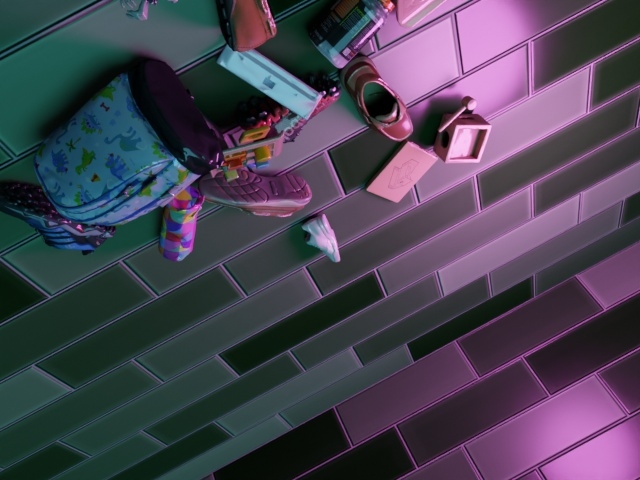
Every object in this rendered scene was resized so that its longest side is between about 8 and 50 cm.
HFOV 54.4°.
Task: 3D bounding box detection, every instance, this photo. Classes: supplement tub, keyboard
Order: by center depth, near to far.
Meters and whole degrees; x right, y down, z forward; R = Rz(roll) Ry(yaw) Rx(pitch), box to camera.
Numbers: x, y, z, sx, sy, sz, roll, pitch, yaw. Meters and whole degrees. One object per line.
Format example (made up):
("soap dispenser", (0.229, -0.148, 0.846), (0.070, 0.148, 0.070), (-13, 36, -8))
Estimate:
("supplement tub", (0.073, -0.506, 1.447), (0.190, 0.117, 0.117), (-42, 140, 17))
("keyboard", (-0.117, -0.380, 1.470), (0.255, 0.014, 0.072), (29, 109, -22))

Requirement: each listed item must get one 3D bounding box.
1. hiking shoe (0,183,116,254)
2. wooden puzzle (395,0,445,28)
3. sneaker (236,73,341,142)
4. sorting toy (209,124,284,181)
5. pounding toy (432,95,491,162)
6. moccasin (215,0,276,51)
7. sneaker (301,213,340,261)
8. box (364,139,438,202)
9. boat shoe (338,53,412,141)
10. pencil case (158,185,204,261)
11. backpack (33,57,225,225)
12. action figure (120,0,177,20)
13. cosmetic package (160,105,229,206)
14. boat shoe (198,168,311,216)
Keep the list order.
("hiking shoe", (-0.657, -0.035, 1.527), (0.132, 0.113, 0.304), (-45, 139, 19))
("wooden puzzle", (0.284, -0.642, 1.367), (0.322, 0.081, 0.348), (-38, 173, 8))
("sneaker", (-0.071, -0.323, 1.580), (0.275, 0.098, 0.135), (-24, 142, -3))
("sorting toy", (-0.176, -0.197, 1.512), (0.195, 0.047, 0.348), (-20, 177, -7))
("pounding toy", (0.408, -0.344, 1.866), (0.180, 0.094, 0.206), (-4, 127, -21))
("moccasin", (-0.148, -0.552, 1.240), (0.146, 0.139, 0.380), (-22, 142, -11))
("sneaker", (0.000, 0.000, 2.019), (0.094, 0.080, 0.212), (-19, 136, 7))
("box", (0.256, -0.215, 1.966), (0.164, 0.021, 0.201), (17, 123, -43))
("boat shoe", (0.160, -0.354, 1.668), (0.122, 0.120, 0.324), (-39, 141, 13))
("pencil case", (-0.379, -0.046, 1.680), (0.104, 0.105, 0.236), (-7, 145, -26))
("backpack", (-0.441, -0.185, 1.370), (0.355, 0.290, 0.273), (-34, 172, 28))
("action figure", (-0.352, -0.495, 1.170), (0.275, 0.164, 0.141), (2, 114, -21))
("cosmetic package", (-0.358, -0.206, 1.533), (0.237, 0.107, 0.127), (-34, 143, 12))
("boat shoe", (-0.185, -0.115, 1.729), (0.324, 0.123, 0.116), (5, 145, -26))
